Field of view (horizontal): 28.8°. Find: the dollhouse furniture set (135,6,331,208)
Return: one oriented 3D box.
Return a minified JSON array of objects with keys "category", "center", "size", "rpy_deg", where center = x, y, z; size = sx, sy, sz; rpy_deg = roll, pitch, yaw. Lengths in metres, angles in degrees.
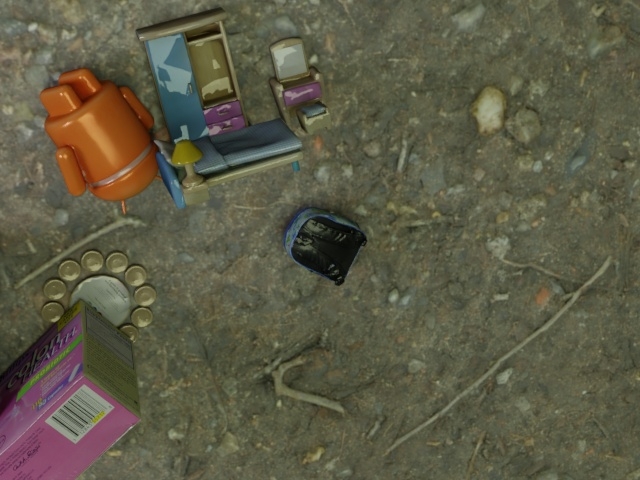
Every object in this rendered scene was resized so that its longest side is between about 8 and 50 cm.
[{"category":"dollhouse furniture set","center":[-0.113,-0.210,1.797],"size":[0.286,0.303,0.198],"rpy_deg":[-17,114,-9]}]

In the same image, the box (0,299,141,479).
[{"category":"box","center":[-0.395,0.246,1.909],"size":[0.213,0.243,0.117],"rpy_deg":[-43,115,9]}]

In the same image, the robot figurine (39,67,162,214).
[{"category":"robot figurine","center":[-0.324,-0.148,1.857],"size":[0.128,0.158,0.219],"rpy_deg":[-27,115,14]}]

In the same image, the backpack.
[{"category":"backpack","center":[0.000,0.000,2.023],"size":[0.114,0.084,0.105],"rpy_deg":[23,103,-25]}]

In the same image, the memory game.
[{"category":"memory game","center":[-0.355,0.100,2.003],"size":[0.186,0.012,0.186],"rpy_deg":[-5,111,-13]}]
